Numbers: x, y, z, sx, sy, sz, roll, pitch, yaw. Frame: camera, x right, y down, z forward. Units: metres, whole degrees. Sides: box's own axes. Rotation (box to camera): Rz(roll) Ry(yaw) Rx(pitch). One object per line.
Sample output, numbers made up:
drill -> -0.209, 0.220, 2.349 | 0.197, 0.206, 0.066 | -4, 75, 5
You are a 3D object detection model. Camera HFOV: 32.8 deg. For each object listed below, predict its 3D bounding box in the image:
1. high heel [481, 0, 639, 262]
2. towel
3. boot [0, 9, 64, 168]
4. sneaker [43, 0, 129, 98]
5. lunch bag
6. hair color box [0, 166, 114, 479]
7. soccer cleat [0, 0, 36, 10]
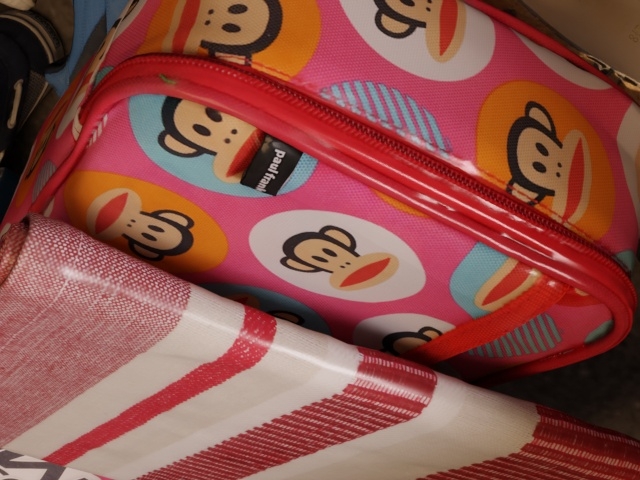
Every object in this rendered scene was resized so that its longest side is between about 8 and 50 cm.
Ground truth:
high heel -> 0.129, -0.055, 0.519 | 0.186, 0.093, 0.261 | 20, 144, 40
towel -> -0.014, 0.088, 0.502 | 0.329, 0.037, 0.237 | 22, 152, -23
boot -> -0.223, -0.051, 0.628 | 0.069, 0.086, 0.190 | 38, 124, -3
sneaker -> -0.082, -0.139, 0.535 | 0.082, 0.069, 0.209 | 33, 125, 0
lunch bag -> 0.000, 0.000, 0.495 | 0.258, 0.120, 0.293 | 24, 152, -18
hair color box -> -0.242, 0.121, 0.699 | 0.174, 0.105, 0.347 | 39, 126, -22
soccer cleat -> -0.111, -0.244, 0.474 | 0.143, 0.116, 0.331 | 34, 130, -11
